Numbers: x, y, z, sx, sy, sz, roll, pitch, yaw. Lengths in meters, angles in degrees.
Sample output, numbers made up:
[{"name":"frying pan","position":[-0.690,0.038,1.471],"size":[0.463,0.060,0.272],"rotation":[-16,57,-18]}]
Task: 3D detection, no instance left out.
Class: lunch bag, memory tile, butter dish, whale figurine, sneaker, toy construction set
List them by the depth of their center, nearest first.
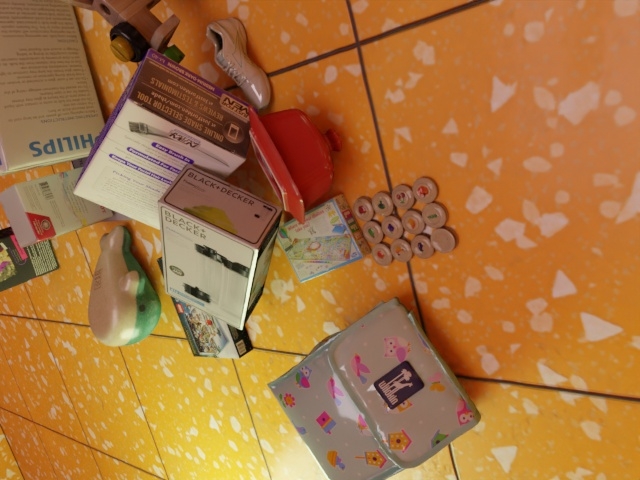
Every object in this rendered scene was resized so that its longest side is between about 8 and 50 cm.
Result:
[{"name":"memory tile","position":[0.117,-0.023,0.787],"size":[0.148,0.012,0.113],"rotation":[-16,99,43]},{"name":"butter dish","position":[-0.024,-0.123,0.797],"size":[0.159,0.118,0.160],"rotation":[60,174,10]},{"name":"toy construction set","position":[-0.240,-0.401,0.807],"size":[0.237,0.257,0.309],"rotation":[47,127,-10]},{"name":"lunch bag","position":[0.083,0.234,0.841],"size":[0.262,0.160,0.223],"rotation":[-40,79,33]},{"name":"sneaker","position":[-0.130,-0.269,0.852],"size":[0.054,0.061,0.152],"rotation":[-24,95,42]},{"name":"whale figurine","position":[-0.448,0.106,1.275],"size":[0.216,0.141,0.272],"rotation":[-23,70,44]}]

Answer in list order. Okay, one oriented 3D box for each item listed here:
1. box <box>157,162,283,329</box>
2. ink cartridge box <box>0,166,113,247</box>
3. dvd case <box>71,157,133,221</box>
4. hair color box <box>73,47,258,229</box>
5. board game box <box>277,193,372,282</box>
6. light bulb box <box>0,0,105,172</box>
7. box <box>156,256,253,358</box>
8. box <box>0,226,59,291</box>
[{"name":"box","position":[-0.173,0.023,0.918],"size":[0.169,0.087,0.290],"rotation":[26,145,3]},{"name":"ink cartridge box","position":[-0.584,-0.077,1.221],"size":[0.127,0.176,0.128],"rotation":[-11,101,46]},{"name":"dvd case","position":[-0.476,-0.131,1.240],"size":[0.253,0.022,0.180],"rotation":[0,110,41]},{"name":"hair color box","position":[-0.268,-0.144,0.916],"size":[0.185,0.110,0.339],"rotation":[25,150,-27]},{"name":"board game box","position":[0.000,0.000,0.889],"size":[0.154,0.026,0.103],"rotation":[-24,93,44]},{"name":"light bulb box","position":[-0.668,-0.325,1.161],"size":[0.358,0.225,0.361],"rotation":[0,106,41]},{"name":"box","position":[-0.242,0.131,1.146],"size":[0.159,0.044,0.233],"rotation":[-8,104,42]},{"name":"box","position":[-0.905,0.059,1.524],"size":[0.165,0.270,0.143],"rotation":[4,112,40]}]
